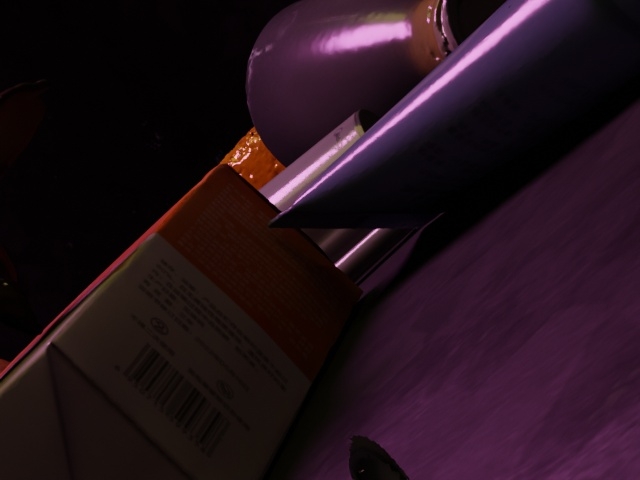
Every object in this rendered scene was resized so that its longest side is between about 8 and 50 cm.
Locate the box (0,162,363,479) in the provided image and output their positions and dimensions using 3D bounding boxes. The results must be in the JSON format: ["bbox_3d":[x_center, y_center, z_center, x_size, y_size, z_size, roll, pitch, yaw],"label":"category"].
[{"bbox_3d":[-0.125,0.110,1.104,0.225,0.143,0.341,-42,5,23],"label":"box"}]

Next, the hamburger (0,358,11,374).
[{"bbox_3d":[-0.406,0.217,1.375,0.445,0.287,0.268,-30,16,18],"label":"hamburger"}]

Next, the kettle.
[{"bbox_3d":[0.004,-0.018,1.335,0.148,0.098,0.127,-39,1,19],"label":"kettle"}]

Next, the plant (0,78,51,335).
[{"bbox_3d":[-0.271,0.024,1.045,0.234,0.204,0.178,-3,-26,-13],"label":"plant"}]

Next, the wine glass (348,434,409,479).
[{"bbox_3d":[-0.002,0.114,0.676,0.083,0.042,0.039,-45,-24,25],"label":"wine glass"}]

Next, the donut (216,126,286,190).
[{"bbox_3d":[-0.029,-0.062,1.882,0.253,0.118,0.253,-43,-10,-9],"label":"donut"}]

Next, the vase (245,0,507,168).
[{"bbox_3d":[0.076,-0.148,1.442,0.173,0.173,0.321,-47,14,-23],"label":"vase"}]

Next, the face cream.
[{"bbox_3d":[0.123,-0.098,1.072,0.135,0.086,0.385,0,-27,-38],"label":"face cream"}]
